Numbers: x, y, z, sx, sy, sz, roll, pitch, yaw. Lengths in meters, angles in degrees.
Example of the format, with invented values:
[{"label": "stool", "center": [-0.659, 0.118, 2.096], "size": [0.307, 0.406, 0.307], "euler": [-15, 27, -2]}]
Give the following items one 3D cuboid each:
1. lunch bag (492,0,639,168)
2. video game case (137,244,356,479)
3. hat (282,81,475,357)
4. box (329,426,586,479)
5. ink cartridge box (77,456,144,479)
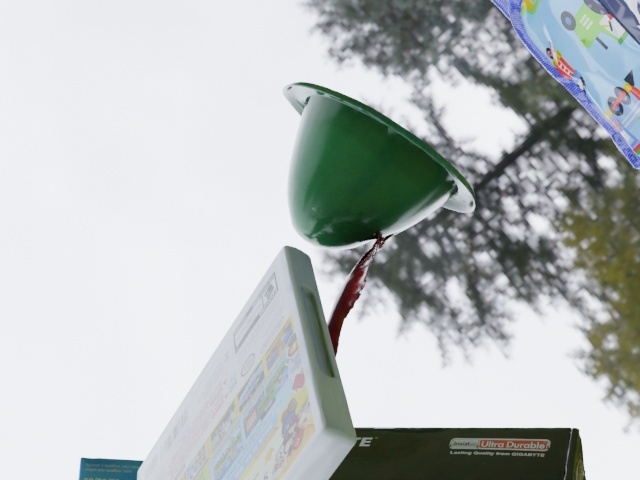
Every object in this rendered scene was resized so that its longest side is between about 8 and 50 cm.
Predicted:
[{"label": "lunch bag", "center": [0.186, -0.191, 0.667], "size": [0.138, 0.221, 0.293], "euler": [-24, -107, -20]}, {"label": "video game case", "center": [-0.059, 0.142, 0.743], "size": [0.026, 0.227, 0.206], "euler": [26, -158, -21]}, {"label": "hat", "center": [0.000, 0.000, 0.860], "size": [0.173, 0.183, 0.208], "euler": [30, 174, 14]}, {"label": "box", "center": [0.044, 0.257, 0.887], "size": [0.293, 0.296, 0.073], "euler": [-60, -37, -54]}, {"label": "ink cartridge box", "center": [-0.191, 0.292, 1.007], "size": [0.062, 0.104, 0.181], "euler": [5, -114, -10]}]
